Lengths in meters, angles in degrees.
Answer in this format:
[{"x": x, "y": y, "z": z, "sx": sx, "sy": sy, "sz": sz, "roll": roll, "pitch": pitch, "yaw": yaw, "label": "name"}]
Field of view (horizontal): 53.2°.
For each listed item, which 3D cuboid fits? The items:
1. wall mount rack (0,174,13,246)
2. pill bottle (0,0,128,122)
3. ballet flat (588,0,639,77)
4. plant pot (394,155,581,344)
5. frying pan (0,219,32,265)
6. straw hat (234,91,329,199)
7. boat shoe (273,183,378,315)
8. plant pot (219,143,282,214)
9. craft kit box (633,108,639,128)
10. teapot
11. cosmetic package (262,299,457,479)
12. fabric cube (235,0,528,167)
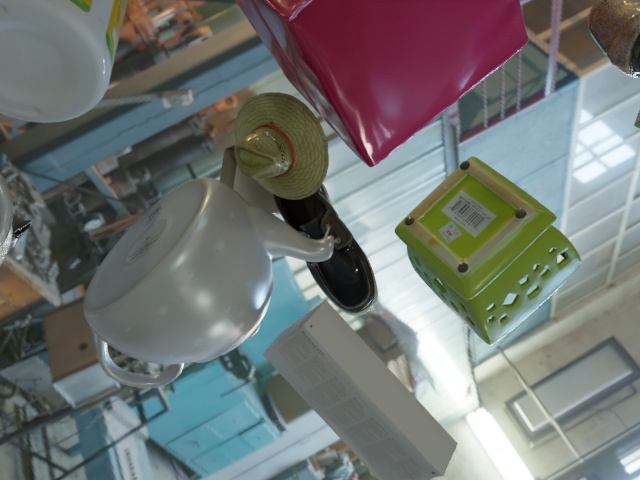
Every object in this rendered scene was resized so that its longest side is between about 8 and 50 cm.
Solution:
[{"x": -0.467, "y": -0.072, "z": 0.659, "sx": 0.130, "sy": 0.350, "sz": 0.304, "roll": 73, "pitch": 16, "yaw": -88, "label": "wall mount rack"}, {"x": -0.252, "y": -0.240, "z": 0.601, "sx": 0.136, "sy": 0.136, "sz": 0.245, "roll": 67, "pitch": 15, "yaw": -50, "label": "pill bottle"}, {"x": 0.402, "y": -0.277, "z": 0.621, "sx": 0.106, "sy": 0.316, "sz": 0.107, "roll": 59, "pitch": -3, "yaw": 42, "label": "ballet flat"}, {"x": 0.278, "y": 0.004, "z": 1.103, "sx": 0.228, "sy": 0.227, "sz": 0.207, "roll": 48, "pitch": 1, "yaw": 39, "label": "plant pot"}, {"x": -0.691, "y": 0.031, "z": 1.349, "sx": 0.053, "sy": 0.197, "sz": 0.326, "roll": 26, "pitch": -9, "yaw": -3, "label": "frying pan"}, {"x": -0.066, "y": -0.103, "z": 0.755, "sx": 0.144, "sy": 0.061, "sz": 0.144, "roll": 17, "pitch": -59, "yaw": 30, "label": "straw hat"}, {"x": 0.000, "y": 0.000, "z": 0.876, "sx": 0.233, "sy": 0.084, "sz": 0.079, "roll": 62, "pitch": 12, "yaw": 23, "label": "boat shoe"}, {"x": -0.100, "y": -0.087, "z": 0.996, "sx": 0.109, "sy": 0.096, "sz": 0.109, "roll": -172, "pitch": -89, "yaw": -69, "label": "plant pot"}, {"x": 0.671, "y": -0.335, "z": 1.107, "sx": 0.061, "sy": 0.250, "sz": 0.246, "roll": 25, "pitch": -11, "yaw": -2, "label": "craft kit box"}, {"x": -0.153, "y": 0.063, "z": 0.793, "sx": 0.256, "sy": 0.252, "sz": 0.187, "roll": -6, "pitch": -45, "yaw": 50, "label": "teapot"}, {"x": 0.048, "y": 0.191, "z": 0.777, "sx": 0.239, "sy": 0.060, "sz": 0.099, "roll": 48, "pitch": -45, "yaw": -3, "label": "cosmetic package"}, {"x": 0.048, "y": -0.299, "z": 0.749, "sx": 0.259, "sy": 0.254, "sz": 0.258, "roll": 53, "pitch": 3, "yaw": 37, "label": "fabric cube"}]
